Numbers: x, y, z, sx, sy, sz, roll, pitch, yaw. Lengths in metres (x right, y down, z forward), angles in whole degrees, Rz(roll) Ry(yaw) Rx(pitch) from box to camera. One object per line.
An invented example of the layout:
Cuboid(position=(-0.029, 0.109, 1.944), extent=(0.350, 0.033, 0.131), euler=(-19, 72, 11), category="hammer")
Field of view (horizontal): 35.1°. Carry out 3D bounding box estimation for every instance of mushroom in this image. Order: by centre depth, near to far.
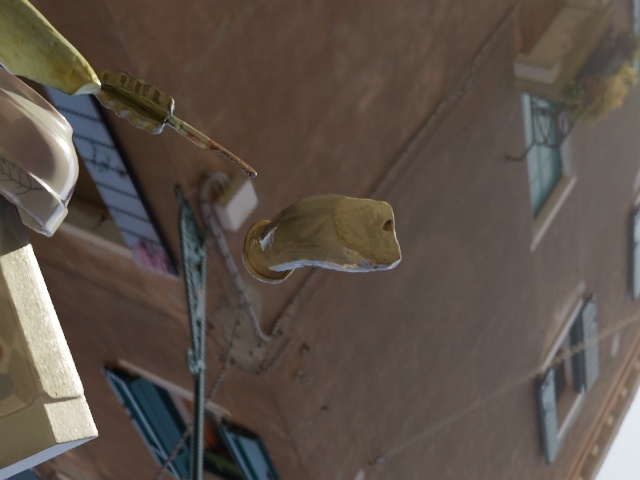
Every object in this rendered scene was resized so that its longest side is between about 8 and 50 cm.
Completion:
Cuboid(position=(-0.004, -0.006, 1.267), extent=(0.247, 0.108, 0.096), euler=(-9, -129, 47), category="mushroom")
Cuboid(position=(-0.463, -0.313, 1.555), extent=(0.333, 0.107, 0.087), euler=(46, -150, 21), category="mushroom")

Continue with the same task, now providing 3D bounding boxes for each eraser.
Cuboid(position=(-0.463, 0.116, 1.336), extent=(0.213, 0.082, 0.397), euler=(-23, -106, -4), category="eraser")

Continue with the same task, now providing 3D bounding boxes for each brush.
Cuboid(position=(-0.230, -0.189, 1.645), extent=(0.071, 0.301, 0.084), euler=(-56, -169, 13), category="brush")

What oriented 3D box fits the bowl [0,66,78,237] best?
Cuboid(position=(-0.448, -0.144, 1.397), extent=(0.287, 0.287, 0.144), euler=(27, -105, 36), category="bowl")
